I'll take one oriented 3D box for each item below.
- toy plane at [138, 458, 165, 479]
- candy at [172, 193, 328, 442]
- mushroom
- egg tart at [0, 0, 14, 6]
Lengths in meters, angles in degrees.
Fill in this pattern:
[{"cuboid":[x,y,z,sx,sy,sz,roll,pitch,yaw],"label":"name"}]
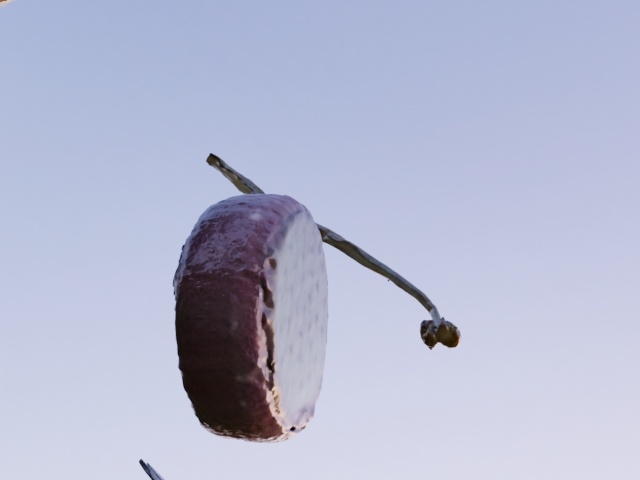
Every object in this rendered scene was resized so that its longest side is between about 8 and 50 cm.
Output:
[{"cuboid":[-0.088,0.275,1.008,0.226,0.058,0.226,27,-25,44],"label":"toy plane"},{"cuboid":[-0.026,0.031,0.475,0.043,0.103,0.103,1,-44,14],"label":"candy"},{"cuboid":[0.004,0.000,0.886,0.286,0.028,0.026,39,-69,36],"label":"mushroom"},{"cuboid":[-0.234,-0.247,0.517,0.345,0.346,0.132,13,-11,7],"label":"egg tart"}]
